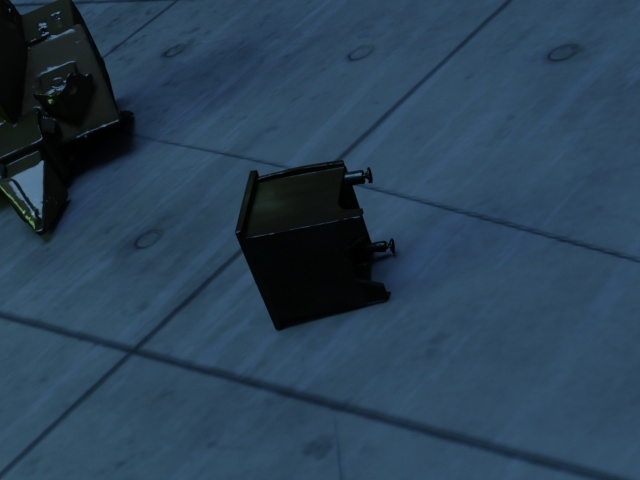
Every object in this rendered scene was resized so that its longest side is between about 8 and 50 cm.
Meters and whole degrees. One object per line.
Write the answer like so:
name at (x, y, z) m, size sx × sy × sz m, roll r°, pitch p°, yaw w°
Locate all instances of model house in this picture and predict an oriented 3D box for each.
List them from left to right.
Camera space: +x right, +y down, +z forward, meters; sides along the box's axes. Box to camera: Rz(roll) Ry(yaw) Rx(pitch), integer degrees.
model house at (-0.272, -0.101, 1.259) m, size 0.180 × 0.176 × 0.248 m, roll -24°, pitch 45°, yaw 2°

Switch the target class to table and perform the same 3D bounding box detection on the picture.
table at (0.000, 0.000, 0.922) m, size 0.082 × 0.083 × 0.070 m, roll -10°, pitch 35°, yaw 15°
